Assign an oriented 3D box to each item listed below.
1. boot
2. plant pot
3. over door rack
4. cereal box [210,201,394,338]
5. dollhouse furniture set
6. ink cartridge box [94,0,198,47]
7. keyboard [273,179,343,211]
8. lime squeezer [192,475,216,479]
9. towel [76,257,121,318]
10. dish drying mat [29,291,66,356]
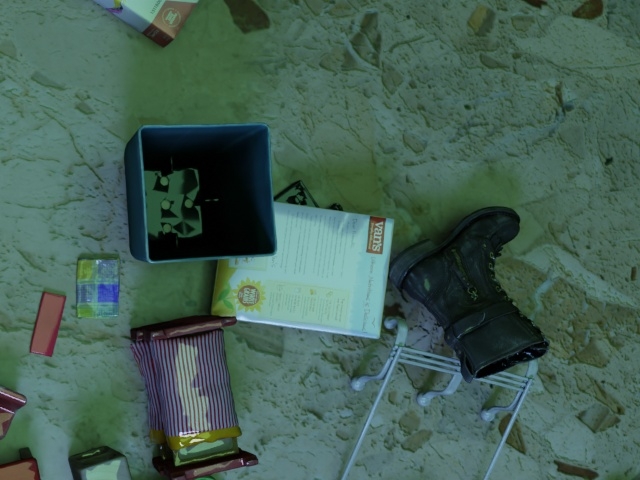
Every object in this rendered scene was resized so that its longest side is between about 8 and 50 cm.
[{"bbox_3d":[0.244,0.080,1.769,0.263,0.091,0.229,-26,59,-29],"label":"boot"},{"bbox_3d":[-0.176,-0.054,1.616,0.165,0.234,0.166,-3,88,-21],"label":"plant pot"},{"bbox_3d":[0.151,0.285,1.801,0.239,0.108,0.324,15,97,-19],"label":"over door rack"},{"bbox_3d":[-0.025,0.038,1.738,0.240,0.047,0.173,9,86,-6],"label":"cereal box"},{"bbox_3d":[-0.286,0.229,1.606,0.374,0.152,0.201,-12,92,-20],"label":"dollhouse furniture set"},{"bbox_3d":[-0.259,-0.368,1.688,0.198,0.067,0.115,32,78,-16],"label":"ink cartridge box"},{"bbox_3d":[0.000,0.000,1.793,0.108,0.023,0.180,-36,101,-11],"label":"keyboard"},{"bbox_3d":[-0.169,0.359,1.654,0.059,0.310,0.110,-43,61,17],"label":"lime squeezer"},{"bbox_3d":[-0.301,0.064,1.684,0.060,0.009,0.083,4,86,-21],"label":"towel"},{"bbox_3d":[-0.364,0.112,1.660,0.032,0.008,0.083,15,82,-20],"label":"dish drying mat"}]
